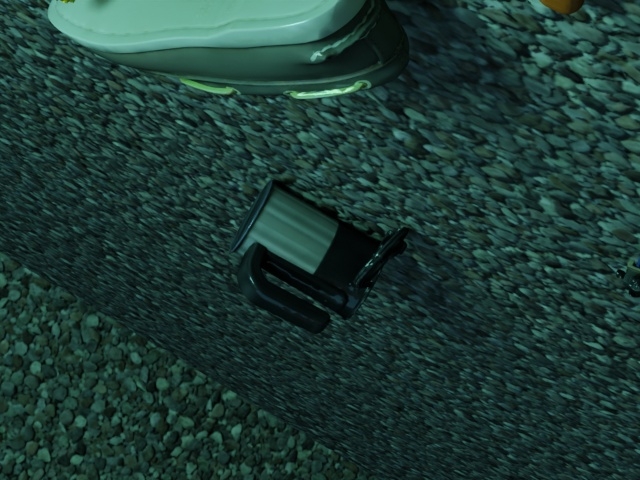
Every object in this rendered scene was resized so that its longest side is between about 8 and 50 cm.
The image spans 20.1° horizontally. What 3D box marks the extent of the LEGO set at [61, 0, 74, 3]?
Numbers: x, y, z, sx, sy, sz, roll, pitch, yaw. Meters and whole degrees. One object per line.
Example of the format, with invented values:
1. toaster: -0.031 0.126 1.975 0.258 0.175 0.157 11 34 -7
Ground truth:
1. LEGO set: -0.190 -0.224 1.250 0.227 0.093 0.087 17 162 34

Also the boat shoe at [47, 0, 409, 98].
1. boat shoe: -0.070 -0.151 1.257 0.305 0.109 0.091 8 151 43

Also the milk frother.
1. milk frother: 0.000 0.000 1.714 0.135 0.129 0.143 30 122 -8

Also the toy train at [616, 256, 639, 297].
1. toy train: 0.306 0.048 1.404 0.158 0.036 0.027 22 166 12

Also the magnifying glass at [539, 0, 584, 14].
1. magnifying glass: 0.140 -0.178 0.959 0.092 0.026 0.231 25 164 8
